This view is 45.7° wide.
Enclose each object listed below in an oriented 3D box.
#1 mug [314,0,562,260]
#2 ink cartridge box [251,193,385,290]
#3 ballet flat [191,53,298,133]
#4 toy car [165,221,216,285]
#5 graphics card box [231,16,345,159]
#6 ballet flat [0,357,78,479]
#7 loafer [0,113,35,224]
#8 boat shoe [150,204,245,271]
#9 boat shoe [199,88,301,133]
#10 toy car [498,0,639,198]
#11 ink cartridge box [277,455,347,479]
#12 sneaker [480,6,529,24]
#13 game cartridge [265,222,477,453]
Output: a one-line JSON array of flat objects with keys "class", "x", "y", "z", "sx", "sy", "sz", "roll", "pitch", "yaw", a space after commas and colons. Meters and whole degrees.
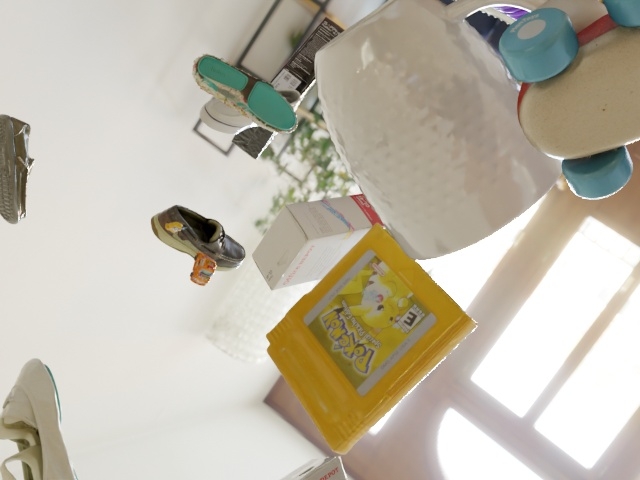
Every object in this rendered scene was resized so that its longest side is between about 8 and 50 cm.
[{"class": "mug", "x": 0.188, "y": -0.201, "z": 1.085, "sx": 0.328, "sy": 0.374, "sz": 0.276, "roll": 54, "pitch": -148, "yaw": -14}, {"class": "ink cartridge box", "x": 0.000, "y": 0.000, "z": 2.065, "sx": 0.306, "sy": 0.226, "sz": 0.131, "roll": -9, "pitch": -124, "yaw": -42}, {"class": "ballet flat", "x": -0.154, "y": -0.295, "z": 1.545, "sx": 0.241, "sy": 0.091, "sz": 0.077, "roll": 35, "pitch": 164, "yaw": -9}, {"class": "toy car", "x": -0.225, "y": 0.024, "z": 1.314, "sx": 0.040, "sy": 0.060, "sz": 0.122, "roll": -14, "pitch": 129, "yaw": 45}, {"class": "graphics card box", "x": -0.080, "y": -0.410, "z": 2.051, "sx": 0.094, "sy": 0.371, "sz": 0.233, "roll": 37, "pitch": 151, "yaw": -6}, {"class": "ballet flat", "x": -0.572, "y": 0.405, "z": 1.506, "sx": 0.139, "sy": 0.139, "sz": 0.400, "roll": 22, "pitch": -146, "yaw": -53}, {"class": "loafer", "x": -0.693, "y": -0.162, "z": 1.743, "sx": 0.094, "sy": 0.251, "sz": 0.087, "roll": 8, "pitch": -170, "yaw": 40}, {"class": "boat shoe", "x": -0.215, "y": -0.005, "z": 1.437, "sx": 0.223, "sy": 0.073, "sz": 0.080, "roll": 28, "pitch": -139, "yaw": -43}, {"class": "boat shoe", "x": -0.152, "y": -0.306, "z": 1.729, "sx": 0.267, "sy": 0.088, "sz": 0.096, "roll": -9, "pitch": -120, "yaw": -43}, {"class": "toy car", "x": 0.307, "y": -0.216, "z": 0.849, "sx": 0.219, "sy": 0.210, "sz": 0.238, "roll": 48, "pitch": -155, "yaw": -35}, {"class": "ink cartridge box", "x": -0.004, "y": 0.398, "z": 1.080, "sx": 0.109, "sy": 0.063, "sz": 0.150, "roll": -17, "pitch": -92, "yaw": -47}, {"class": "sneaker", "x": 0.346, "y": -0.440, "z": 1.308, "sx": 0.293, "sy": 0.102, "sz": 0.146, "roll": 16, "pitch": 178, "yaw": 0}, {"class": "game cartridge", "x": 0.071, "y": 0.165, "z": 1.351, "sx": 0.285, "sy": 0.324, "sz": 0.052, "roll": 49, "pitch": -174, "yaw": 40}]
